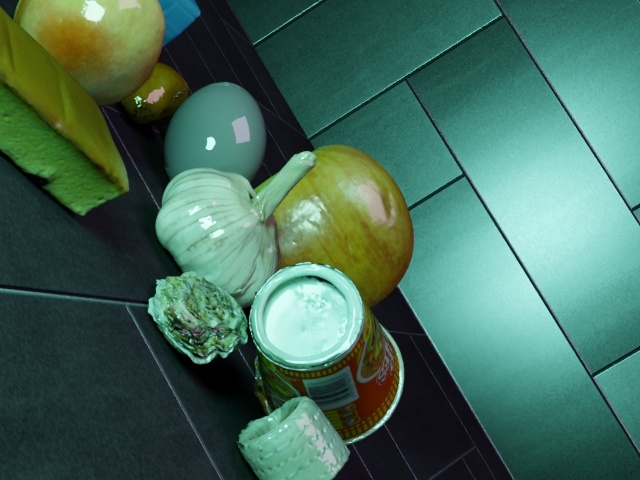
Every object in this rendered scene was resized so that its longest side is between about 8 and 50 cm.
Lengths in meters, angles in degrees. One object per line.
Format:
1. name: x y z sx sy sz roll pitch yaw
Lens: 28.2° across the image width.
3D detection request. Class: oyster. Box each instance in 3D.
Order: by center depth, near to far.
1. oyster: -0.142 0.087 1.451 0.125 0.064 0.177 45 18 2

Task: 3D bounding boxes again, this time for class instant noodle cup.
1. instant noodle cup: -0.004 0.126 1.510 0.193 0.193 0.212 62 -4 27

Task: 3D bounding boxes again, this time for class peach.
1. peach: -0.273 -0.250 1.506 0.184 0.184 0.184 56 8 -12

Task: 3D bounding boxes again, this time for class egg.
1. egg: -0.151 -0.143 1.849 0.146 0.146 0.198 52 42 -36

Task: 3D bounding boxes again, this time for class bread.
1. bread: -0.321 -0.167 1.244 0.361 0.077 0.138 48 14 -50

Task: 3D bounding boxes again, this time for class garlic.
1. garlic: -0.087 -0.034 1.630 0.199 0.226 0.199 50 13 -16

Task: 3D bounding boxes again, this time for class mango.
1. mango: -0.247 -0.219 1.868 0.105 0.084 0.159 52 8 0

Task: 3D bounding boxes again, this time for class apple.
1. apple: 0.000 0.000 1.842 0.233 0.286 0.286 56 8 -3

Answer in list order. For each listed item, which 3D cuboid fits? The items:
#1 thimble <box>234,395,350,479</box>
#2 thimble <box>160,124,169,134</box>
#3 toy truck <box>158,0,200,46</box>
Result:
1. thimble: -0.031 0.231 1.411 0.090 0.102 0.115 55 -11 -5
2. thimble: -0.175 -0.154 2.004 0.150 0.098 0.150 57 8 -12
3. toy truck: -0.334 -0.464 1.988 0.385 0.162 0.161 62 10 29
